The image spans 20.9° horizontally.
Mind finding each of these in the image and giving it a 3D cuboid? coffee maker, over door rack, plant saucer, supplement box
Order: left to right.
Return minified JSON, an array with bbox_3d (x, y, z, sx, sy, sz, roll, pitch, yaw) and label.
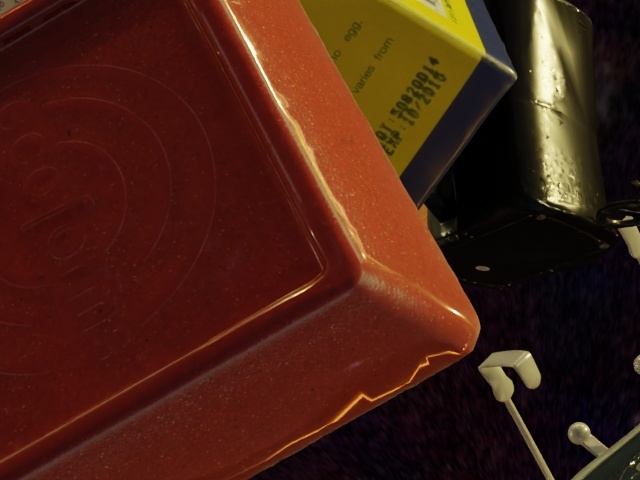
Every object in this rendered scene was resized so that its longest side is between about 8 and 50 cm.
[{"bbox_3d":[-0.103,-0.004,0.719,0.259,0.048,0.258,-29,60,3],"label":"plant saucer"},{"bbox_3d":[-0.091,-0.144,1.046,0.356,0.195,0.194,29,112,-18],"label":"supplement box"},{"bbox_3d":[0.144,-0.075,1.165,0.171,0.120,0.178,-10,65,21],"label":"coffee maker"},{"bbox_3d":[0.264,0.158,1.617,0.108,0.324,0.239,13,46,45],"label":"over door rack"}]

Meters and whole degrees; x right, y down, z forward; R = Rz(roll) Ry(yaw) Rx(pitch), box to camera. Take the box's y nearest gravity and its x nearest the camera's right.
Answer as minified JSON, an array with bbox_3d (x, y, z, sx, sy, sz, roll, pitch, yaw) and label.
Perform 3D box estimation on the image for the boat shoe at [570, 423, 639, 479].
[{"bbox_3d":[0.190,0.131,0.858,0.254,0.079,0.095,-39,93,-27],"label":"boat shoe"}]

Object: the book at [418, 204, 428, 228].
[{"bbox_3d":[0.062,-0.004,1.330,0.096,0.144,0.035,-47,116,-7],"label":"book"}]
